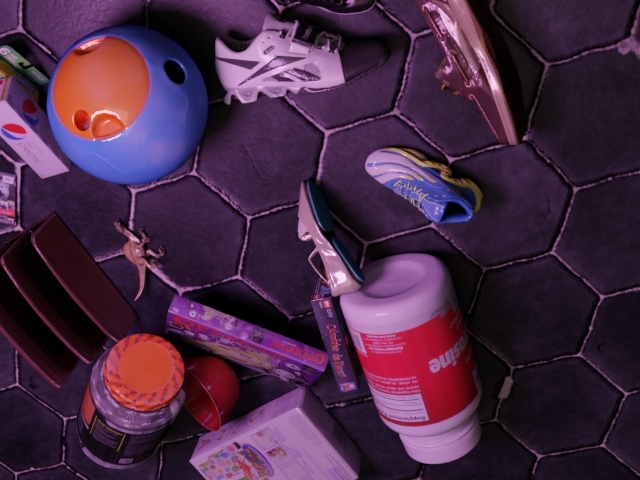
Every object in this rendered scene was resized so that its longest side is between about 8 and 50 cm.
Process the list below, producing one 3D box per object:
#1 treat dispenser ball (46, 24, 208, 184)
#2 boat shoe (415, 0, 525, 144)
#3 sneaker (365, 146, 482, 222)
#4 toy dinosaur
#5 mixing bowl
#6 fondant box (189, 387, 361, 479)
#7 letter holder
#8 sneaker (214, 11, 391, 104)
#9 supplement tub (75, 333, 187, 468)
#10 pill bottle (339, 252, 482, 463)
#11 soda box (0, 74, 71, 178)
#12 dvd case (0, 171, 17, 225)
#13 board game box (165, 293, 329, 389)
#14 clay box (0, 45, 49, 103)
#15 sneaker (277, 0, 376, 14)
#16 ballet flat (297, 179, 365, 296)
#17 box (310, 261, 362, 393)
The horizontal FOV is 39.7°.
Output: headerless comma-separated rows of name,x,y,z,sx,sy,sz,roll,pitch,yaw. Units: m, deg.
treat dispenser ball,-0.350,-0.246,1.616,0.288,0.288,0.288,4,118,7
boat shoe,0.264,-0.318,1.588,0.123,0.123,0.342,-15,115,31
sneaker,0.199,-0.103,1.698,0.240,0.126,0.091,18,119,-1
toy dinosaur,-0.386,0.036,1.917,0.092,0.053,0.183,-4,111,28
mixing bowl,-0.248,0.325,1.994,0.181,0.098,0.182,34,143,30
fondant box,-0.104,0.511,2.091,0.330,0.096,0.238,-30,109,21
letter holder,-0.569,0.134,1.894,0.152,0.214,0.302,-27,110,21
sneaker,-0.041,-0.345,1.609,0.330,0.122,0.146,-8,118,12
supplement tub,-0.412,0.350,1.934,0.207,0.207,0.338,27,141,-6
pill bottle,0.202,0.250,1.827,0.228,0.229,0.408,-13,116,15
soda box,-0.575,-0.219,1.739,0.069,0.074,0.216,-14,142,16
dvd case,-0.696,-0.094,1.908,0.087,0.013,0.120,11,120,3
board game box,-0.164,0.224,1.910,0.346,0.056,0.208,21,153,-2
clay box,-0.659,-0.290,1.744,0.222,0.053,0.127,-21,145,19
sneaker,-0.011,-0.435,1.556,0.216,0.121,0.079,16,120,0
ballet flat,0.000,0.000,1.757,0.086,0.086,0.249,-33,73,23
box,0.040,0.179,1.854,0.044,0.159,0.233,-10,115,14
